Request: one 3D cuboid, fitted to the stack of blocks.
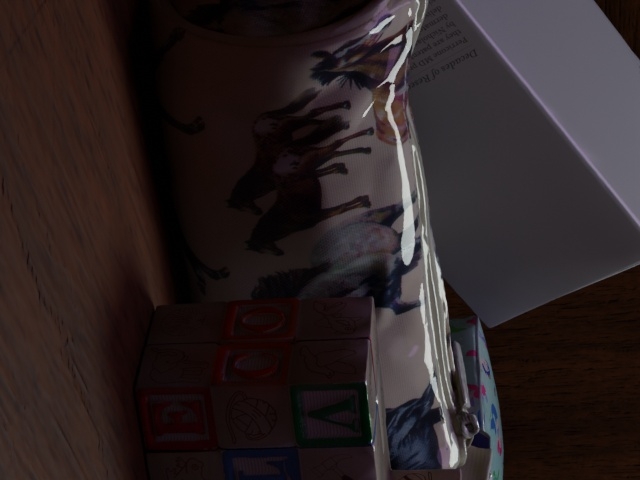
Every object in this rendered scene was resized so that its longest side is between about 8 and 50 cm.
[{"bbox_3d":[0.000,0.180,1.165,0.087,0.171,0.297,-82,167,-59],"label":"stack of blocks"}]

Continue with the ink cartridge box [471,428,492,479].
[{"bbox_3d":[0.041,0.163,1.484,0.045,0.206,0.208,-46,149,-25],"label":"ink cartridge box"}]

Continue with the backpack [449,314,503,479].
[{"bbox_3d":[0.072,0.192,1.811,0.225,0.191,0.253,-83,174,-61],"label":"backpack"}]

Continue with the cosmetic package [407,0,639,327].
[{"bbox_3d":[0.081,-0.138,1.365,0.365,0.155,0.197,45,34,-30],"label":"cosmetic package"}]

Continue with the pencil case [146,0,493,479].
[{"bbox_3d":[0.003,-0.010,1.229,0.160,0.183,0.410,-83,168,-54],"label":"pencil case"}]
